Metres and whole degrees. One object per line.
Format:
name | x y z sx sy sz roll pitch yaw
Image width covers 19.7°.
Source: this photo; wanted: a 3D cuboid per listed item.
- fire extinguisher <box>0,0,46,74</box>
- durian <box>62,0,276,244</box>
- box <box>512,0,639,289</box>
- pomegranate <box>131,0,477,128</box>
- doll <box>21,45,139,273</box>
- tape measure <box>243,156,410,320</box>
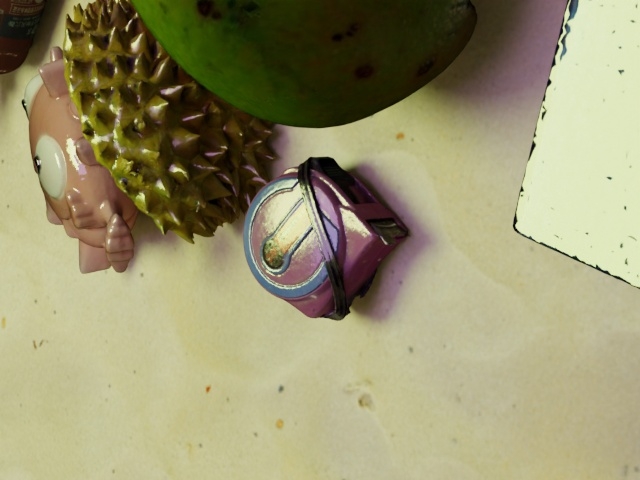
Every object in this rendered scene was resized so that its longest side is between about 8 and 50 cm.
fire extinguisher | -0.318 -0.244 1.781 0.102 0.138 0.344 25 114 1
durian | -0.143 -0.130 1.601 0.260 0.186 0.154 54 134 13
box | 0.284 -0.084 1.188 0.279 0.116 0.261 27 112 41
pomegranate | -0.055 -0.218 1.405 0.309 0.216 0.358 56 160 -10
doll | -0.215 -0.068 1.686 0.211 0.093 0.262 89 161 -44
tape measure | 0.000 0.000 1.514 0.125 0.074 0.118 52 121 24
